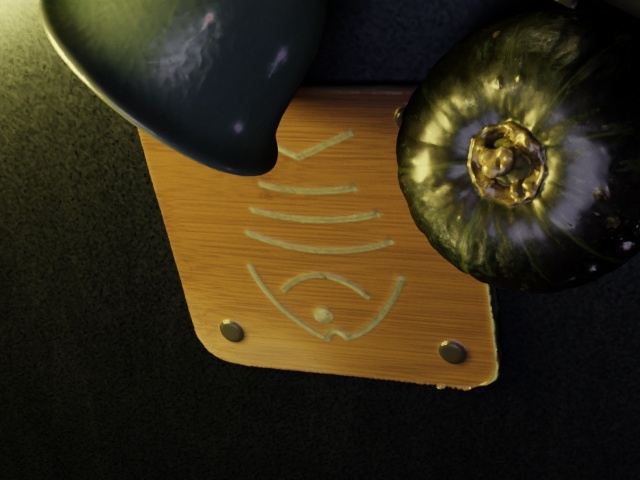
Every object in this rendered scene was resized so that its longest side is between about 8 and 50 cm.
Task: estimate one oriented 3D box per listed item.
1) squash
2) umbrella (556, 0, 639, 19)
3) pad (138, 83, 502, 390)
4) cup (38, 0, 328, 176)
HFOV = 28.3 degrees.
[{"bbox_3d":[0.146,-0.060,0.842,0.193,0.156,0.193,22,131,28],"label":"squash"},{"bbox_3d":[0.071,-0.227,0.805,0.337,0.073,0.067,27,131,3],"label":"umbrella"},{"bbox_3d":[0.000,0.000,1.040,0.286,0.018,0.284,4,125,23],"label":"pad"},{"bbox_3d":[-0.067,-0.163,0.865,0.199,0.199,0.150,39,110,-6],"label":"cup"}]
